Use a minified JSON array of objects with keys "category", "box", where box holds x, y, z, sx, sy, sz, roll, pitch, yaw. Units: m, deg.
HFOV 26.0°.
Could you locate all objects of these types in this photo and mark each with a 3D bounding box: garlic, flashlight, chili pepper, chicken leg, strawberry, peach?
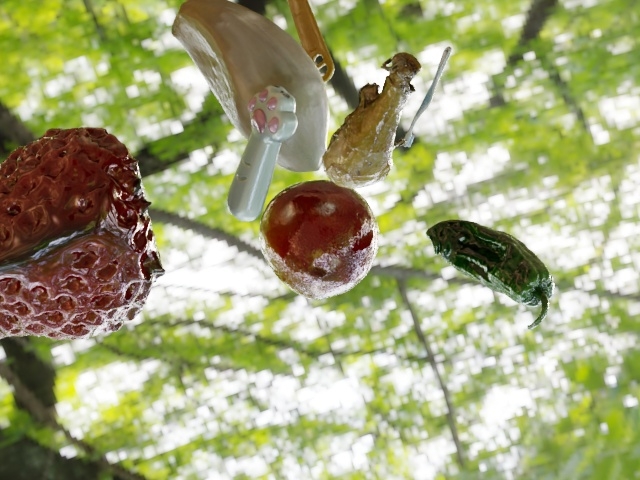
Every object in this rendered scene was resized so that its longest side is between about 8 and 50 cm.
[{"category":"garlic","box":[-0.096,-0.239,1.993,0.143,0.318,0.112,-47,161,26]},{"category":"flashlight","box":[-0.087,-0.118,1.915,0.047,0.200,0.093,2,-150,-35]},{"category":"chili pepper","box":[0.256,0.033,2.035,0.100,0.074,0.257,-45,-141,-10]},{"category":"chicken leg","box":[0.073,-0.148,1.705,0.101,0.085,0.207,-28,155,-47]},{"category":"strawberry","box":[-0.408,0.008,1.985,0.345,0.295,0.317,-19,168,-10]},{"category":"peach","box":[0.000,0.000,2.059,0.197,0.197,0.197,-16,-163,5]}]

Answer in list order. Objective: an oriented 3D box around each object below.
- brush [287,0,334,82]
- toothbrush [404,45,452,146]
[{"category":"brush","box":[-0.032,-0.360,2.140,0.103,0.272,0.013,-30,156,25]},{"category":"toothbrush","box":[0.158,-0.214,2.055,0.014,0.162,0.017,31,-167,40]}]
